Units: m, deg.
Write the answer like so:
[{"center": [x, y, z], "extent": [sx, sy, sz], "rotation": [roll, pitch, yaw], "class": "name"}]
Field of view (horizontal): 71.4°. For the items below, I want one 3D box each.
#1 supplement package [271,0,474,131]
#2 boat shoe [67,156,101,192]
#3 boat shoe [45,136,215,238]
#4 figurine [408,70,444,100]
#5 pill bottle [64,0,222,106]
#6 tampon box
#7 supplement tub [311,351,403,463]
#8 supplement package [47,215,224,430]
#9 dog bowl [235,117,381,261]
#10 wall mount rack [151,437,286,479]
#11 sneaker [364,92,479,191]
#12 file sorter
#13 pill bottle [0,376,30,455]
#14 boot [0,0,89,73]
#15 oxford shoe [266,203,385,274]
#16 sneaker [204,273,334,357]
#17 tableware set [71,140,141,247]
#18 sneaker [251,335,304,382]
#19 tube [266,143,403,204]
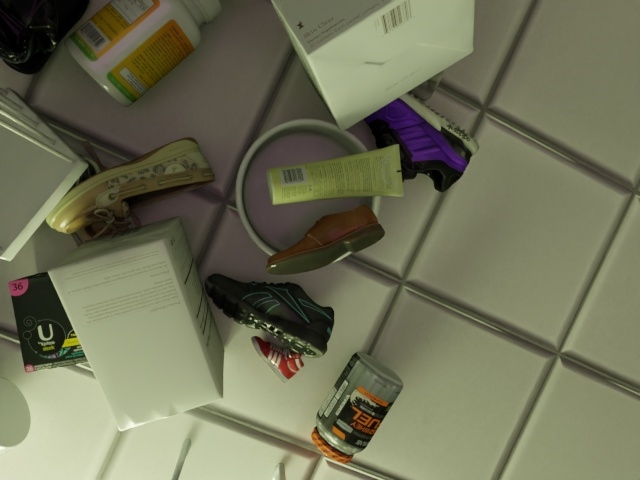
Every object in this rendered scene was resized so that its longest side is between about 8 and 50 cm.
[{"center": [0.090, -0.341, 0.706], "extent": [0.262, 0.204, 0.145], "rotation": [-31, 66, 5], "class": "supplement package"}, {"center": [-0.496, -0.074, 0.764], "extent": [0.233, 0.079, 0.084], "rotation": [-26, 105, 8], "class": "boat shoe"}, {"center": [-0.325, -0.083, 0.780], "extent": [0.285, 0.104, 0.089], "rotation": [-33, 93, -17], "class": "boat shoe"}, {"center": [0.143, -0.401, 0.859], "extent": [0.209, 0.092, 0.215], "rotation": [14, 93, -1], "class": "figurine"}, {"center": [-0.296, -0.361, 0.770], "extent": [0.246, 0.136, 0.136], "rotation": [-42, 98, -3], "class": "pill bottle"}, {"center": [-0.460, 0.135, 0.803], "extent": [0.120, 0.101, 0.161], "rotation": [-9, 95, -7], "class": "tampon box"}, {"center": [0.069, 0.330, 0.882], "extent": [0.117, 0.117, 0.190], "rotation": [31, 90, -9], "class": "supplement tub"}, {"center": [-0.291, 0.133, 0.767], "extent": [0.177, 0.175, 0.293], "rotation": [-15, 107, -7], "class": "supplement package"}, {"center": [-0.026, -0.088, 0.843], "extent": [0.265, 0.104, 0.265], "rotation": [-1, 94, -8], "class": "dog bowl"}, {"center": [-0.212, 0.568, 0.864], "extent": [0.350, 0.130, 0.304], "rotation": [19, 88, -9], "class": "wall mount rack"}, {"center": [0.156, -0.190, 0.860], "extent": [0.293, 0.102, 0.146], "rotation": [28, 91, -9], "class": "sneaker"}, {"center": [-0.542, -0.144, 0.674], "extent": [0.278, 0.173, 0.193], "rotation": [38, 88, 27], "class": "file sorter"}, {"center": [-0.675, 0.359, 0.763], "extent": [0.283, 0.160, 0.160], "rotation": [-27, 97, -4], "class": "pill bottle"}, {"center": [-0.433, -0.380, 0.704], "extent": [0.094, 0.207, 0.246], "rotation": [29, 85, -33], "class": "boot"}, {"center": [0.000, 0.000, 0.776], "extent": [0.212, 0.076, 0.076], "rotation": [-22, 67, -3], "class": "oxford shoe"}, {"center": [-0.096, 0.127, 0.870], "extent": [0.267, 0.101, 0.106], "rotation": [29, 60, -2], "class": "sneaker"}, {"center": [-0.437, -0.075, 0.822], "extent": [0.128, 0.039, 0.194], "rotation": [-31, 98, -4], "class": "tableware set"}, {"center": [-0.082, 0.222, 0.890], "extent": [0.067, 0.042, 0.118], "rotation": [-37, 106, 0], "class": "sneaker"}, {"center": [0.029, -0.106, 0.771], "extent": [0.240, 0.062, 0.070], "rotation": [-10, 139, -12], "class": "tube"}]
